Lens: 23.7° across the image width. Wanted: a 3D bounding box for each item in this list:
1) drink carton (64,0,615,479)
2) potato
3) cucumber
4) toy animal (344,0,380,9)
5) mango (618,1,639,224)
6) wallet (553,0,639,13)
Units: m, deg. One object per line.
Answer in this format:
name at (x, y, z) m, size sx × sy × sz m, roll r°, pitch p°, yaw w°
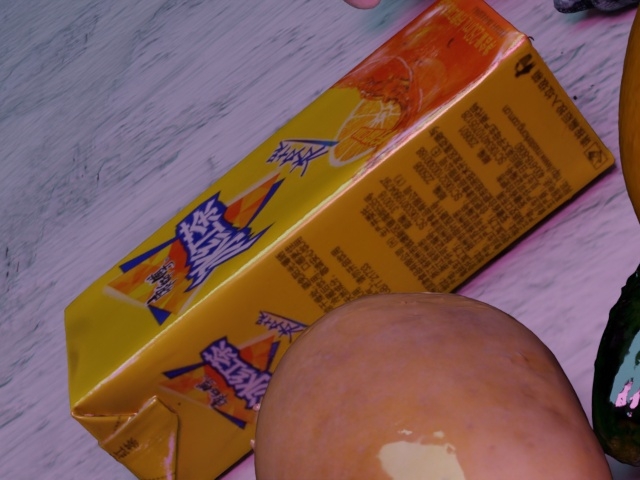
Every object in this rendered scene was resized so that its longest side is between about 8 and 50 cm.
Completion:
drink carton at (0.000, 0.000, 0.968) m, size 0.351 × 0.111 × 0.154 m, roll -38°, pitch 24°, yaw 6°
potato at (0.044, 0.110, 0.702) m, size 0.234 × 0.146 × 0.150 m, roll -114°, pitch 30°, yaw -66°
cucumber at (0.187, 0.016, 0.734) m, size 0.069 × 0.069 × 0.227 m, roll -13°, pitch 33°, yaw 46°
toy animal at (0.095, -0.354, 1.200) m, size 0.277 × 0.345 × 0.247 m, roll 13°, pitch 39°, yaw 21°
mango at (0.245, -0.079, 0.621) m, size 0.264 × 0.221 × 0.378 m, roll -32°, pitch 20°, yaw 13°
wallet at (0.298, -0.290, 0.996) m, size 0.342 × 0.075 × 0.237 m, roll -14°, pitch 62°, yaw 48°
